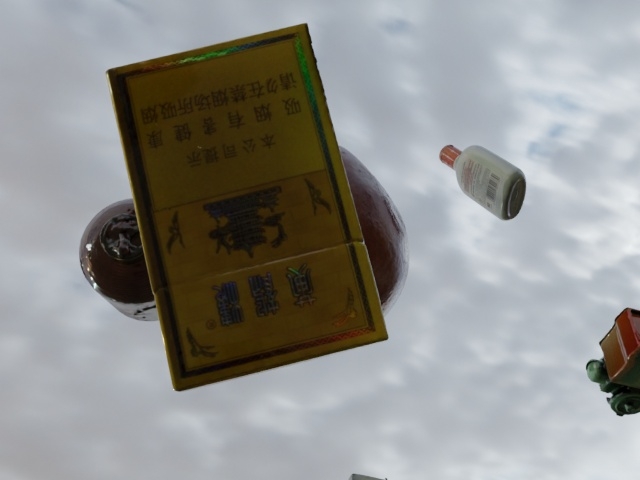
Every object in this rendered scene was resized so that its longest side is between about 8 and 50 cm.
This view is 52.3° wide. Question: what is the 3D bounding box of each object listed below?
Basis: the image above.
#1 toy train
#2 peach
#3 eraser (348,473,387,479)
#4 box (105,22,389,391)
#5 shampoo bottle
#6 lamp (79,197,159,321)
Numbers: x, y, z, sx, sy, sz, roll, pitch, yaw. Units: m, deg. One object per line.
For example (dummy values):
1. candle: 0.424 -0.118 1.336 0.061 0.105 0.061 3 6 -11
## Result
1. toy train: 0.387 0.145 0.707 0.176 0.074 0.118 14 -48 -4
2. peach: 0.000 0.000 1.117 0.308 0.308 0.332 4 -93 -5
3. eraser: 0.015 0.328 0.521 0.038 0.230 0.157 15 -51 -7
4. box: -0.068 -0.030 0.611 0.193 0.301 0.084 -14 -8 0
5. shampoo bottle: 0.305 -0.126 1.249 0.051 0.221 0.108 -12 -57 -21
6. lamp: -0.268 0.028 1.011 0.180 0.180 0.258 1 -20 -2
